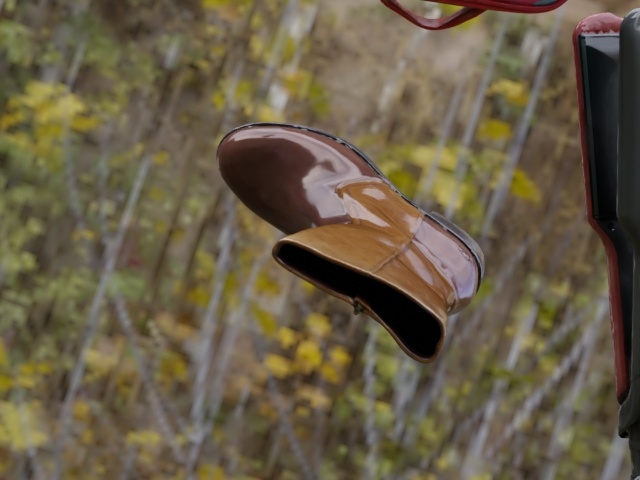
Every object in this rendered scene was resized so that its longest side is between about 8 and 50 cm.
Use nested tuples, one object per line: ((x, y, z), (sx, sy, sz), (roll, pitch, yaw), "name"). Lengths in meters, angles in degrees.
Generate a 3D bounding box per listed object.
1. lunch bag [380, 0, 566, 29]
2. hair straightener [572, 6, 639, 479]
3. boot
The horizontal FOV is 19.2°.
((0.118, -0.331, 1.846), (0.293, 0.258, 0.120), (7, 22, -7), "lunch bag")
((0.147, 0.011, 0.818), (0.047, 0.230, 0.089), (3, -3, -23), "hair straightener")
((0.000, 0.000, 1.529), (0.264, 0.096, 0.280), (37, 16, 5), "boot")
